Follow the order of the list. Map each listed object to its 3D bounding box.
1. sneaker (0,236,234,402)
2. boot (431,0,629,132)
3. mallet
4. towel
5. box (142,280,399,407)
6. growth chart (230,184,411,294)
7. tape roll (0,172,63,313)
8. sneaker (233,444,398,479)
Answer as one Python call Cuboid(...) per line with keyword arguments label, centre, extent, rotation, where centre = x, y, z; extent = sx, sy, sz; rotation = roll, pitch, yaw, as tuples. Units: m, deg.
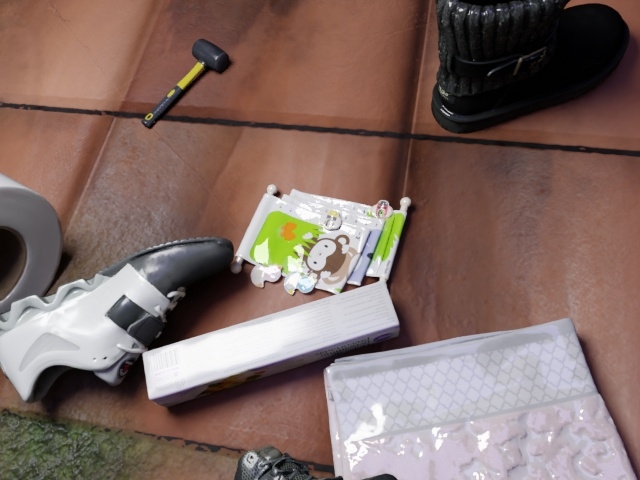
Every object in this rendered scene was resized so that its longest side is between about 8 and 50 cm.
Cuboid(label="sneaker", centre=(-0.252, 0.106, 0.741), extent=(0.330, 0.122, 0.146), rotation=(-24, 76, -3))
Cuboid(label="boot", centre=(0.313, -0.304, 0.784), extent=(0.348, 0.260, 0.131), rotation=(-28, 64, -7))
Cuboid(label="mallet", centre=(-0.228, -0.261, 0.957), extent=(0.062, 0.039, 0.190), rotation=(27, 75, 16))
Cuboid(label="towel", centre=(0.181, 0.264, 0.637), extent=(0.331, 0.053, 0.317), rotation=(-11, 63, 2))
Cuboid(label="box", centre=(-0.061, 0.135, 0.722), extent=(0.323, 0.063, 0.067), rotation=(-17, 65, -2))
Cuboid(label="growth chart", centre=(0.000, 0.000, 0.806), extent=(0.237, 0.021, 0.172), rotation=(9, 66, 11))
Cuboid(label="tape roll", centre=(-0.496, 0.008, 0.735), extent=(0.169, 0.246, 0.246), rotation=(26, 70, 17))
Cuboid(label="sneaker", centre=(-0.021, 0.270, 0.607), extent=(0.227, 0.087, 0.130), rotation=(-33, 55, 25))
